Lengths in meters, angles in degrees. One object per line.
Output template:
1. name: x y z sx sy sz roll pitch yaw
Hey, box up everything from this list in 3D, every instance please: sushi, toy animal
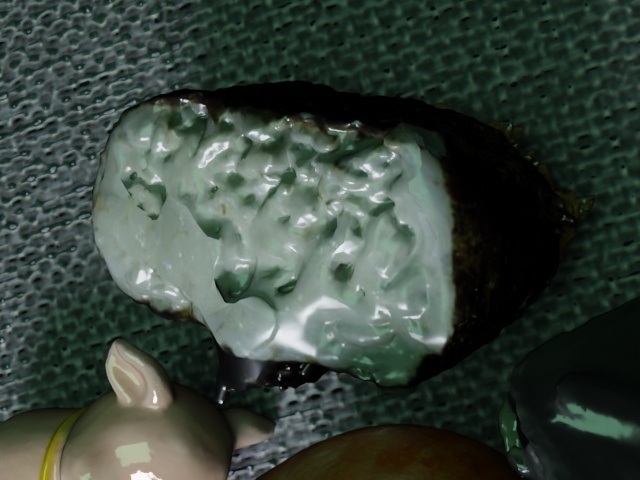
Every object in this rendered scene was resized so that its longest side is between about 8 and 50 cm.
1. sushi: 0.000 0.000 1.266 0.348 0.207 0.234 17 107 29
2. toy animal: -0.177 0.191 1.363 0.248 0.165 0.149 -24 60 28

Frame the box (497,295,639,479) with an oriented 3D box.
1. box: 0.329 0.153 1.075 0.350 0.091 0.359 -27 65 -9

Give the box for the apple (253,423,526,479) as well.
1. apple: 0.058 0.270 1.189 0.301 0.301 0.301 -1 88 24
